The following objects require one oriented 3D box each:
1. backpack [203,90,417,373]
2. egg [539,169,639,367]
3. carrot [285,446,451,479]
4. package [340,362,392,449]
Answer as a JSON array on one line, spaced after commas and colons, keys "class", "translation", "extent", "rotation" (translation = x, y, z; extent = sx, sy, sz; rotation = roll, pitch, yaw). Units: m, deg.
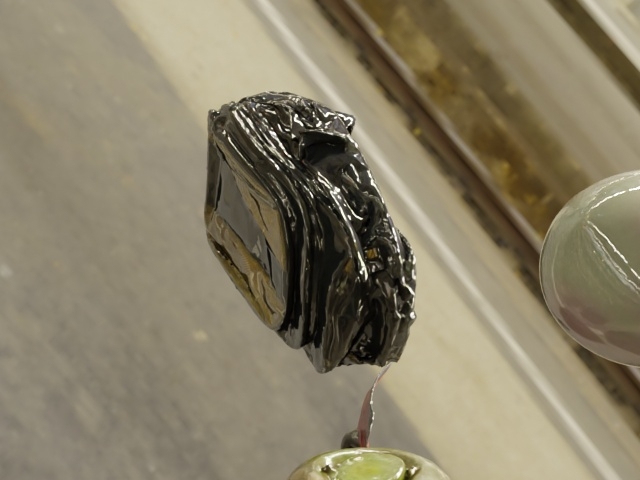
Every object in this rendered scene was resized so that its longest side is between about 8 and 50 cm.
[{"class": "backpack", "translation": [0.000, 0.000, 1.252], "extent": [0.258, 0.133, 0.206], "rotation": [-122, -155, -49]}, {"class": "egg", "translation": [0.172, 0.014, 0.799], "extent": [0.135, 0.103, 0.103], "rotation": [2, 45, -37]}, {"class": "carrot", "translation": [0.034, 0.268, 0.929], "extent": [0.139, 0.138, 0.302], "rotation": [-89, 172, -65]}, {"class": "package", "translation": [0.012, 0.239, 1.385], "extent": [0.071, 0.269, 0.194], "rotation": [25, 16, -9]}]
